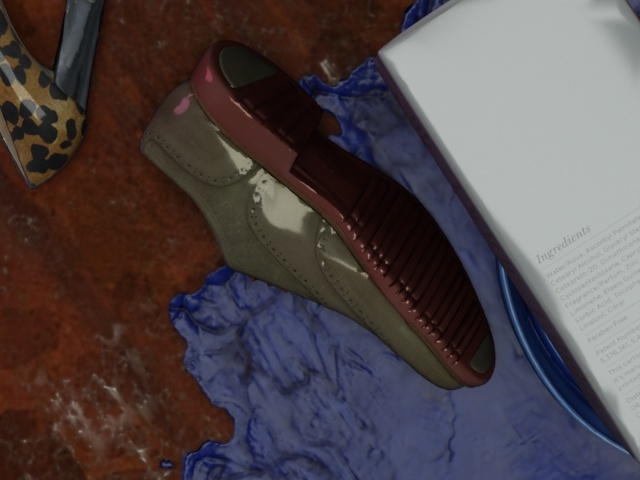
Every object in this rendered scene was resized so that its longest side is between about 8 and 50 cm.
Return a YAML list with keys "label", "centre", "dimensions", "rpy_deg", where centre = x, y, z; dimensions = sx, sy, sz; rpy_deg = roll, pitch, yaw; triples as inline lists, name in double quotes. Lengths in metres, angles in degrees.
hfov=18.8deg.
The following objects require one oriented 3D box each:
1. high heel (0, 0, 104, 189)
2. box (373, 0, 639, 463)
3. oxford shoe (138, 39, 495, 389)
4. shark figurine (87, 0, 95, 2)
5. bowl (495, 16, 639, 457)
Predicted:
- label: "high heel"
  centre: [-0.310, -0.152, 1.561]
  dimensions: [0.261, 0.093, 0.186]
  rpy_deg: [11, 86, -8]
- label: "box"
  centre: [0.200, -0.035, 1.420]
  dimensions: [0.168, 0.215, 0.345]
  rpy_deg: [-33, 92, 2]
- label: "oxford shoe"
  centre: [0.000, 0.000, 1.571]
  dimensions: [0.130, 0.123, 0.348]
  rpy_deg: [-41, 92, 29]
- label: "shark figurine"
  centre: [-0.120, -0.313, 1.527]
  dimensions: [0.278, 0.116, 0.166]
  rpy_deg: [-24, 88, -11]
- label: "bowl"
  centre: [0.336, -0.002, 1.563]
  dimensions: [0.391, 0.077, 0.391]
  rpy_deg: [0, 93, 2]
